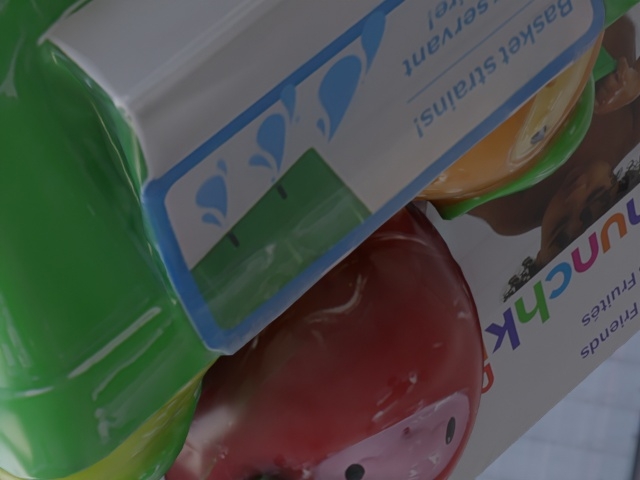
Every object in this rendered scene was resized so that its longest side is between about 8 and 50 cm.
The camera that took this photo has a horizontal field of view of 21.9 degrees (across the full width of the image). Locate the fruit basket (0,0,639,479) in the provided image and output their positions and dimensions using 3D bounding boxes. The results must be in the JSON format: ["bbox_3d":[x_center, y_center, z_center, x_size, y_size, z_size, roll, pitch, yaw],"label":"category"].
[{"bbox_3d":[0.000,0.000,0.480,0.327,0.165,0.353,-39,-47,-19],"label":"fruit basket"}]
